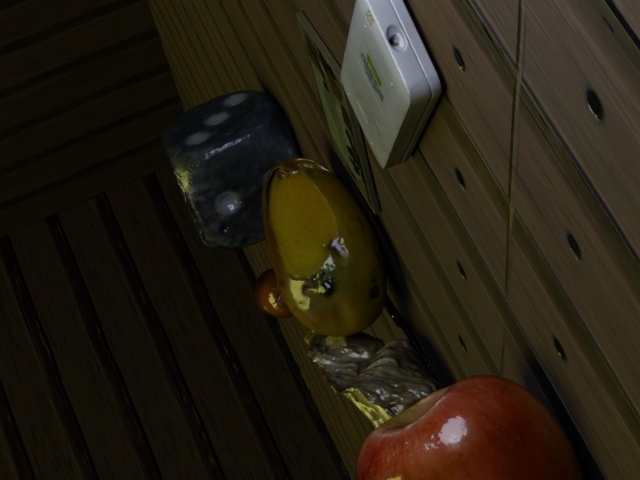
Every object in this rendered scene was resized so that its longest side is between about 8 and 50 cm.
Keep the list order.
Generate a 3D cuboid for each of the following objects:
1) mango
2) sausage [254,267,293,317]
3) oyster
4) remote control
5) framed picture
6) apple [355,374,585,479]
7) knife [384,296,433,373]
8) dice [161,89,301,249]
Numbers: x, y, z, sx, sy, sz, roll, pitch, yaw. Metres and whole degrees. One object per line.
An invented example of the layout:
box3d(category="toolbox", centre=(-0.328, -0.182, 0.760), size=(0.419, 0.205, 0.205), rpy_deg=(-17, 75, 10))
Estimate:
box3d(category="mango", centre=(0.000, 0.000, 1.669), size=(0.167, 0.130, 0.262), rpy_deg=(62, -173, -57))
box3d(category="sausage", centre=(-0.083, 0.107, 2.840), size=(0.274, 0.105, 0.105), rpy_deg=(170, 77, -84))
box3d(category="oyster", centre=(0.098, 0.194, 1.620), size=(0.166, 0.110, 0.341), rpy_deg=(56, 175, -38))
box3d(category="remote control", centre=(0.054, -0.132, 1.155), size=(0.250, 0.034, 0.103), rpy_deg=(100, 146, -79))
box3d(category="framed picture", centre=(0.020, -0.139, 1.520), size=(0.201, 0.010, 0.136), rpy_deg=(74, 170, -46))
box3d(category="apple", centre=(0.133, 0.208, 1.145), size=(0.199, 0.199, 0.199), rpy_deg=(156, 90, -84))
box3d(category="knife", centre=(0.104, 0.111, 1.726), size=(0.170, 0.010, 0.023), rpy_deg=(57, 174, 47))
box3d(category="dice", centre=(-0.126, -0.106, 2.064), size=(0.182, 0.183, 0.181), rpy_deg=(-122, 9, -58))
